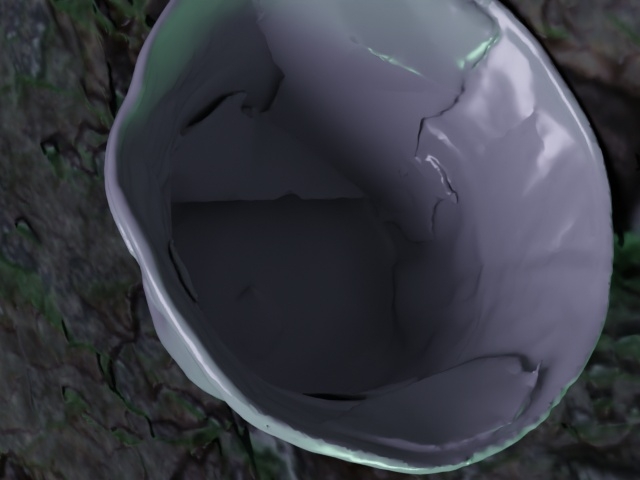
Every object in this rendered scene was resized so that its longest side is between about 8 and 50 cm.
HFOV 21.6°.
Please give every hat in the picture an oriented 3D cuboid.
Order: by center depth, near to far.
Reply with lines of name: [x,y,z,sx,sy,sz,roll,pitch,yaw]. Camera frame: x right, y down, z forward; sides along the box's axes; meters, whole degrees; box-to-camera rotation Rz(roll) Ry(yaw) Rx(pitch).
hat: [0.000,0.000,0.637,0.203,0.203,0.126,59,153,6]
